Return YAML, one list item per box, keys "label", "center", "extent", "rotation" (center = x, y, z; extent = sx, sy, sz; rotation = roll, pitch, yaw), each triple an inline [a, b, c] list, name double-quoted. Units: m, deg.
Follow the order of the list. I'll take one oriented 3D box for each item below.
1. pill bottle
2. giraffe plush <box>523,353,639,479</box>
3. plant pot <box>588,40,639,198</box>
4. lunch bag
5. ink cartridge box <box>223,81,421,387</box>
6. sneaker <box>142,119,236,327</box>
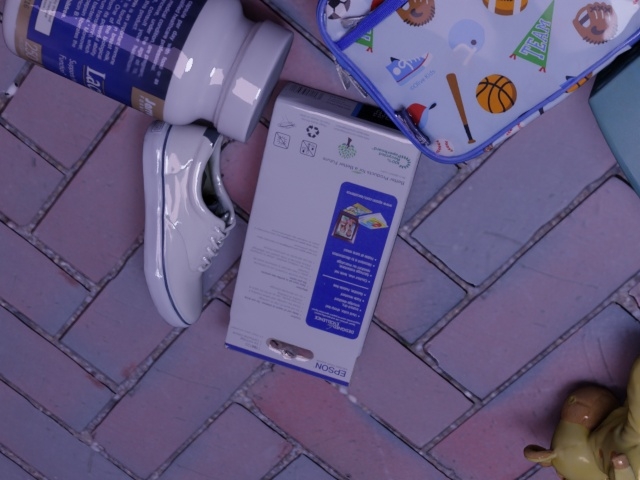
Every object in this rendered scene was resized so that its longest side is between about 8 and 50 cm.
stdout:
- label: "pill bottle"
  center: [-0.171, -0.208, 1.116]
  extent: [0.265, 0.153, 0.153]
  rotation: [24, 121, 1]
- label: "giraffe plush"
  center: [0.336, 0.226, 1.238]
  extent: [0.181, 0.210, 0.170]
  rotation: [43, 154, -24]
- label: "plant pot"
  center: [0.375, -0.097, 1.042]
  extent: [0.234, 0.165, 0.165]
  rotation: [46, 119, -3]
- label: "lunch bag"
  center: [0.149, -0.230, 1.049]
  extent: [0.303, 0.115, 0.243]
  rotation: [-35, 103, 27]
- label: "ink cartridge box"
  center: [0.000, 0.000, 1.240]
  extent: [0.165, 0.065, 0.332]
  rotation: [18, 120, 4]
- label: "sneaker"
  center: [-0.146, -0.011, 1.252]
  extent: [0.091, 0.094, 0.258]
  rotation: [7, 119, 16]
